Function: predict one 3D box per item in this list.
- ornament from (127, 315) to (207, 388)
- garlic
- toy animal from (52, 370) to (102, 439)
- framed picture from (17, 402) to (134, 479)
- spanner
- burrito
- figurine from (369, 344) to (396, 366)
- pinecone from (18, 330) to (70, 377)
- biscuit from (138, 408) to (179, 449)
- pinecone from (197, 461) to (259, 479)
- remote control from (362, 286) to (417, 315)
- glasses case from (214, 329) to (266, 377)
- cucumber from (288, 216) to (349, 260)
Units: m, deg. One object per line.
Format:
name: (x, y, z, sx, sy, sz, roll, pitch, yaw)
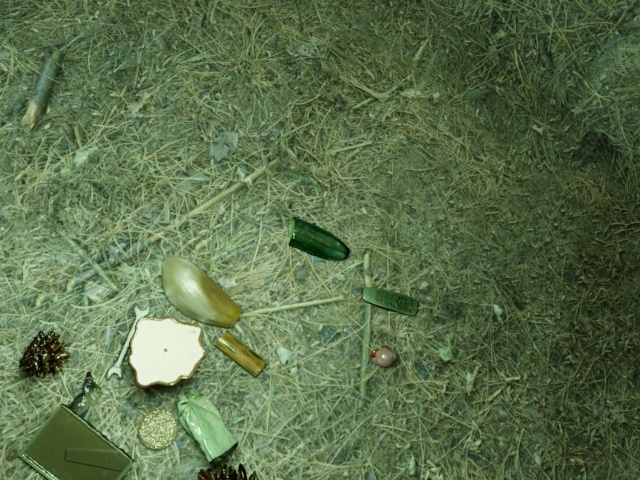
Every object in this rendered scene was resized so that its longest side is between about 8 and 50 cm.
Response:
ornament: (-0.470, 0.337, 1.615, 0.221, 0.217, 0.235, 42, 64, -1)
garlic: (-0.397, 0.178, 1.774, 0.318, 0.112, 0.143, 42, 60, -13)
toy animal: (-0.695, 0.480, 1.572, 0.105, 0.070, 0.202, 11, 69, -2)
framed picture: (-0.676, 0.605, 1.513, 0.265, 0.018, 0.192, 40, 91, -2)
spanner: (-0.598, 0.314, 1.693, 0.054, 0.015, 0.254, 23, 65, -12)
burrito: (-0.353, 0.557, 1.643, 0.089, 0.144, 0.229, -41, 79, 13)
figurine: (0.222, 0.411, 1.914, 0.083, 0.067, 0.071, -27, 60, -10)
pinecone: (-0.787, 0.328, 1.562, 0.121, 0.140, 0.140, 41, 62, -23)
biscuit: (-0.488, 0.568, 1.639, 0.120, 0.015, 0.120, 7, 69, -18)
pinecone: (-0.276, 0.734, 1.570, 0.204, 0.179, 0.184, 29, 45, 7)
remote control: (0.256, 0.223, 2.006, 0.222, 0.042, 0.072, 16, 67, -14)
glasses case: (-0.260, 0.368, 1.777, 0.170, 0.041, 0.064, 39, 63, -2)
cucumber: (0.000, 0.000, 1.990, 0.244, 0.063, 0.115, 22, 66, -12)
